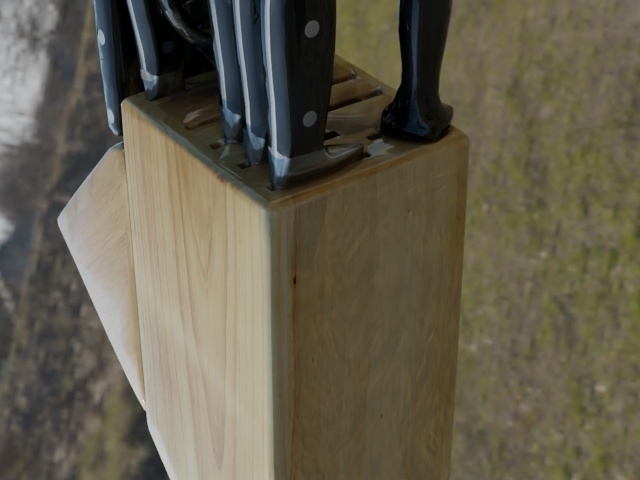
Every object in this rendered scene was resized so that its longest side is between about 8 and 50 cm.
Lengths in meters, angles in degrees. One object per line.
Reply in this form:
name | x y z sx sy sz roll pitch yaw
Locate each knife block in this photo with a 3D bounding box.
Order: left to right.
knife block | 0.000 0.000 0.538 0.275 0.088 0.242 66 151 7
